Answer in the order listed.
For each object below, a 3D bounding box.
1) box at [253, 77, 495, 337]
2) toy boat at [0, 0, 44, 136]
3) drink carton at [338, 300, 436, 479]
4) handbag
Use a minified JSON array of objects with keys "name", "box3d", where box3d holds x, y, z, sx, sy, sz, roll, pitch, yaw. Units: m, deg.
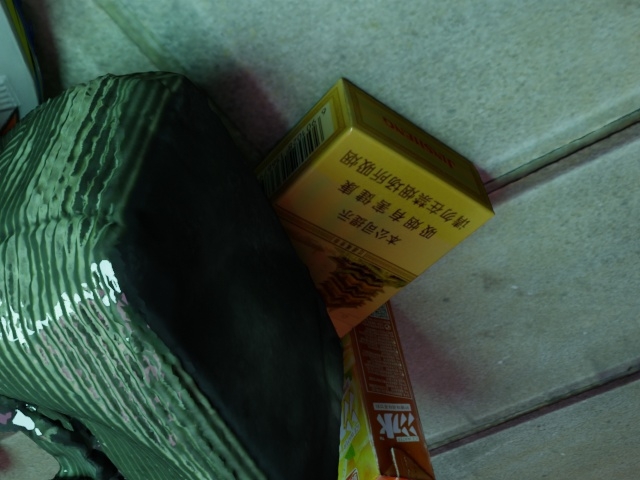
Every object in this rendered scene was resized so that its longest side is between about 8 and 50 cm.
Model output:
[{"name":"box","box3d":[0.000,0.000,0.708,0.174,0.076,0.274,27,126,-31]},{"name":"toy boat","box3d":[-0.264,-0.128,0.519,0.129,0.088,0.295,-6,145,-4]},{"name":"drink carton","box3d":[0.043,0.165,0.780,0.071,0.223,0.096,16,132,-26]},{"name":"handbag","box3d":[-0.137,0.067,0.550,0.240,0.247,0.341,-14,131,20]}]
